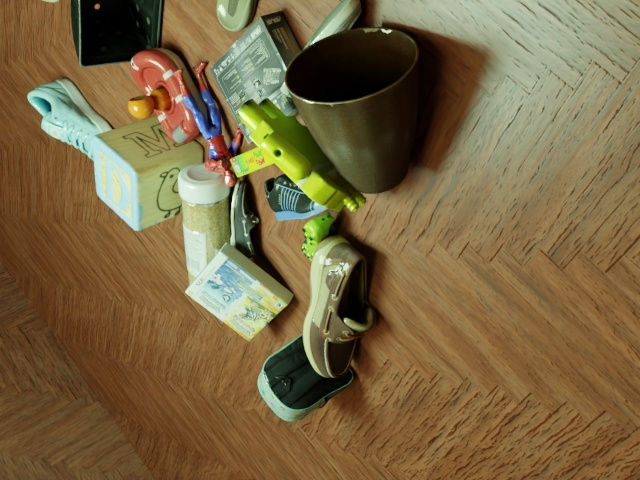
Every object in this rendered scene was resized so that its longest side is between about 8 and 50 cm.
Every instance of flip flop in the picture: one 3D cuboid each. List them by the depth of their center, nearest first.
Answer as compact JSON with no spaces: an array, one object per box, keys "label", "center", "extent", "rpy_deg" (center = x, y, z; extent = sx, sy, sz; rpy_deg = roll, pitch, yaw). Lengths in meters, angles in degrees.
[{"label":"flip flop","center":[-0.166,-0.517,1.424],"extent":[0.112,0.080,0.277],"rpy_deg":[46,141,21]}]

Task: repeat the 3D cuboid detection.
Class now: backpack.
[{"label":"backpack","center":[-0.048,0.317,1.718],"extent":[0.166,0.188,0.144],"rpy_deg":[52,143,13]}]

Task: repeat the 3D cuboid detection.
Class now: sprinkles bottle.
[{"label":"sprinkles bottle","center":[-0.277,-0.011,1.848],"extent":[0.121,0.121,0.355],"rpy_deg":[32,134,36]}]

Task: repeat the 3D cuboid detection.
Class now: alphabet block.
[{"label":"alphabet block","center":[-0.425,-0.171,1.865],"extent":[0.193,0.197,0.192],"rpy_deg":[40,139,29]}]

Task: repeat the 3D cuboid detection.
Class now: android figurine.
[{"label":"android figurine","center":[-0.026,-0.152,1.361],"extent":[0.273,0.248,0.056],"rpy_deg":[44,109,5]}]

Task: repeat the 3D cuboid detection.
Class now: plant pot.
[{"label":"plant pot","center":[0.074,-0.198,1.255],"extent":[0.215,0.215,0.230],"rpy_deg":[28,149,39]},{"label":"plant pot","center":[-0.489,-0.533,1.742],"extent":[0.167,0.188,0.188],"rpy_deg":[55,145,33]}]

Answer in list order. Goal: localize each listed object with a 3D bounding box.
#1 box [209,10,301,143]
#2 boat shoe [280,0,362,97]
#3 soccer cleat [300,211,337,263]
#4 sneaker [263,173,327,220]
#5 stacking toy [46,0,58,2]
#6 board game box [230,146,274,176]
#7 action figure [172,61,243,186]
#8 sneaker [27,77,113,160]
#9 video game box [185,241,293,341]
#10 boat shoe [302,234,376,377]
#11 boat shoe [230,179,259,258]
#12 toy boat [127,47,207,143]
[{"label":"box","center":[-0.113,-0.319,1.506],"extent":[0.231,0.056,0.183],"rpy_deg":[-26,92,54]},{"label":"boat shoe","center":[0.017,-0.329,1.328],"extent":[0.081,0.079,0.227],"rpy_deg":[32,129,-14]},{"label":"soccer cleat","center":[0.000,0.000,1.572],"extent":[0.060,0.072,0.179],"rpy_deg":[52,164,17]},{"label":"sneaker","center":[-0.042,-0.098,1.538],"extent":[0.232,0.081,0.090],"rpy_deg":[-8,112,54]},{"label":"stacking toy","center":[-0.585,-0.708,1.669],"extent":[0.141,0.141,0.330],"rpy_deg":[18,85,44]},{"label":"board game box","center":[-0.098,-0.180,1.545],"extent":[0.181,0.092,0.043],"rpy_deg":[-12,102,53]},{"label":"action figure","center":[-0.229,-0.252,1.659],"extent":[0.139,0.092,0.280],"rpy_deg":[5,116,60]},{"label":"sneaker","center":[-0.714,-0.315,2.168],"extent":[0.366,0.150,0.135],"rpy_deg":[46,142,22]},{"label":"video game box","center":[-0.198,0.127,1.805],"extent":[0.205,0.048,0.187],"rpy_deg":[39,131,-7]},{"label":"boat shoe","center":[0.050,0.160,1.563],"extent":[0.123,0.123,0.341],"rpy_deg":[29,126,39]},{"label":"boat shoe","center":[-0.176,-0.048,1.772],"extent":[0.065,0.075,0.206],"rpy_deg":[5,119,1]},{"label":"toy boat","center":[-0.377,-0.327,1.744],"extent":[0.151,0.151,0.231],"rpy_deg":[-28,89,54]}]
